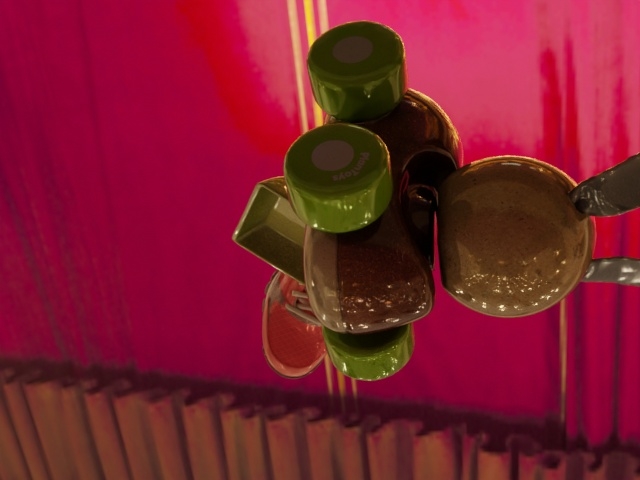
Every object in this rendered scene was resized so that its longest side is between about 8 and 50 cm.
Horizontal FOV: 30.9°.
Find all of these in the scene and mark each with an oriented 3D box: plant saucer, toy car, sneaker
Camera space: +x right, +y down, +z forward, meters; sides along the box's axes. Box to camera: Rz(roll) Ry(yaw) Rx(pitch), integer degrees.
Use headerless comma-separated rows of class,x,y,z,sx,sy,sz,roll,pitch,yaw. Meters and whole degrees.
plant saucer,0.000,0.000,1.358,0.188,0.188,0.045,32,-114,-1
toy car,0.090,-0.017,0.605,0.188,0.155,0.149,1,-130,12
sneaker,0.004,0.034,1.513,0.115,0.314,0.136,24,-179,-2
